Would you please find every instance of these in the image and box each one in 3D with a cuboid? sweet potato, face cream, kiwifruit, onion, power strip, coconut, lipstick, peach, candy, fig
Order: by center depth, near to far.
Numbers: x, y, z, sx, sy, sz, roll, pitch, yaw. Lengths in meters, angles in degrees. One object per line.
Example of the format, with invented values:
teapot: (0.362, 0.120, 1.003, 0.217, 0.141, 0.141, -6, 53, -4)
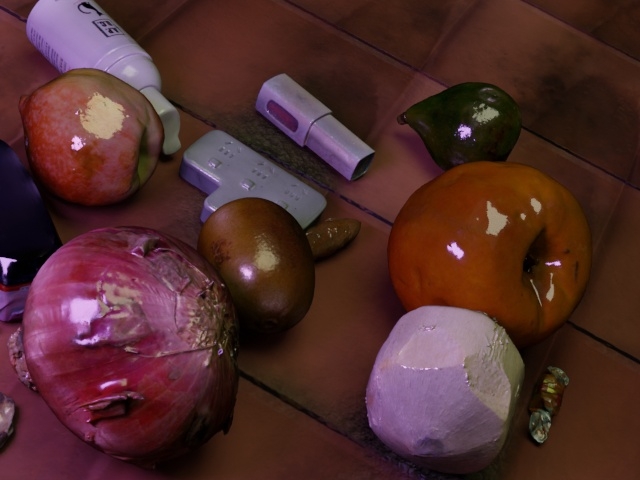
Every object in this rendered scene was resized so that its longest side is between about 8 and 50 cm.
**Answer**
onion: (-0.260, 0.146, 1.723, 0.353, 0.353, 0.354, 12, 43, -12)
coconut: (0.190, 0.232, 1.878, 0.245, 0.245, 0.247, 26, 36, 4)
kiwifruit: (-0.102, 0.046, 1.977, 0.196, 0.196, 0.234, 5, 43, -18)
peach: (-0.402, -0.179, 2.064, 0.256, 0.232, 0.232, 21, 41, 11)
candy: (0.386, 0.268, 2.068, 0.053, 0.046, 0.182, 29, 40, 4)
peach: (0.285, 0.024, 2.086, 0.343, 0.343, 0.301, -9, 7, -30)
sweet potato: (0.000, 0.000, 2.165, 0.068, 0.060, 0.206, 32, 36, 26)
power strip: (-0.138, -0.082, 2.191, 0.265, 0.059, 0.193, 33, 43, 10)
face cream: (-0.379, -0.309, 2.255, 0.145, 0.145, 0.369, -27, 61, -40)
lipstick: (-0.009, -0.218, 2.372, 0.253, 0.079, 0.077, 41, 44, 17)
fig: (0.271, -0.225, 2.424, 0.245, 0.195, 0.195, 17, 42, 6)

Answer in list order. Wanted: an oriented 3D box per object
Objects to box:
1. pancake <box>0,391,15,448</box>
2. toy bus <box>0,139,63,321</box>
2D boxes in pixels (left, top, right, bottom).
pancake: (-0.557, 0.204, 1.743, 0.288, 0.033, 0.286, 31, 41, 8)
toy bus: (-0.497, -0.017, 1.905, 0.127, 0.147, 0.303, -13, 51, -32)
